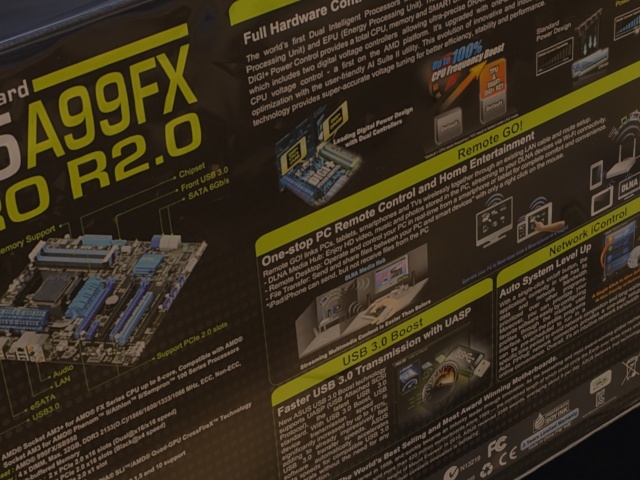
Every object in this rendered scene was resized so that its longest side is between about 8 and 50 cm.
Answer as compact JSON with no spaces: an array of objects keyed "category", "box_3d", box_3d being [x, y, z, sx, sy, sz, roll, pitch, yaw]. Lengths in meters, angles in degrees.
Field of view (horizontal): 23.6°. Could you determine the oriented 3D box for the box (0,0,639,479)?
[{"category":"box","box_3d":[0.000,0.000,0.443,0.270,0.060,0.216,-26,-52,-28]}]
